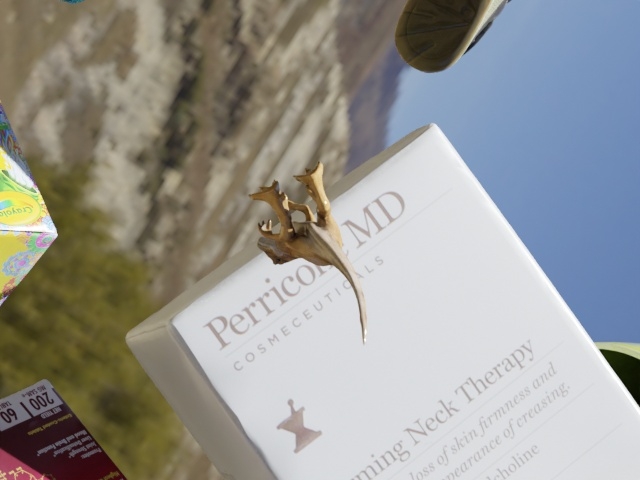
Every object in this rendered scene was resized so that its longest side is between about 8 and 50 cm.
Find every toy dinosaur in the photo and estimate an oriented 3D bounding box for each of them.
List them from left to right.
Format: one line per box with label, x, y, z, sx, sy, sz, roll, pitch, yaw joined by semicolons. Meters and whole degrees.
toy dinosaur;0.000;0.000;1.450;0.064;0.112;0.211;-30;-161;-12

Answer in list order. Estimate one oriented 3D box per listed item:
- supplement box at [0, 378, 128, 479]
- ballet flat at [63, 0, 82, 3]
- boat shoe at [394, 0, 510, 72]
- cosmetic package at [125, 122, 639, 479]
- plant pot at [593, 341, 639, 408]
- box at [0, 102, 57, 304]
supplement box;-0.237;0.253;1.603;0.130;0.239;0.073;-24;156;-47
ballet flat;-0.206;-0.438;1.964;0.409;0.147;0.147;-51;-173;37
boat shoe;0.137;-0.235;1.452;0.224;0.080;0.073;-57;177;3
cosmetic package;0.061;0.153;1.758;0.329;0.394;0.327;-37;-177;-13
plant pot;0.405;0.234;2.049;0.293;0.275;0.275;-9;141;-50
box;-0.417;-0.068;1.436;0.290;0.279;0.177;5;138;-45
